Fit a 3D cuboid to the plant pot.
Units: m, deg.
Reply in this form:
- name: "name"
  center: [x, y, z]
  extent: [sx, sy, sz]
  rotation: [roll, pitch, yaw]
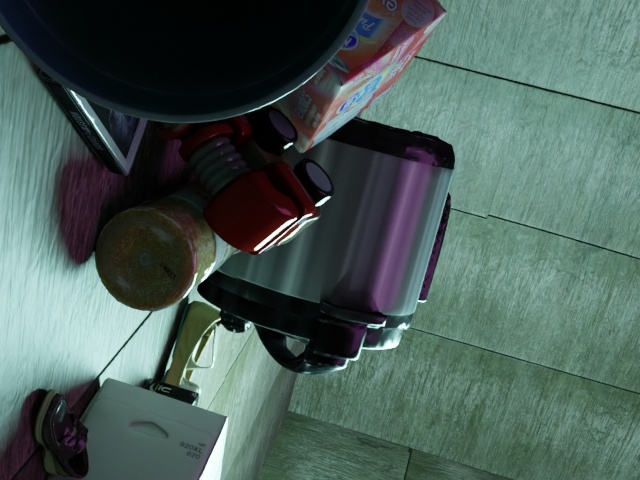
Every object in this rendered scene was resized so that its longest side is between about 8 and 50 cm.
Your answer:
- name: "plant pot"
  center: [-0.087, -0.251, 0.738]
  extent: [0.255, 0.272, 0.271]
  rotation: [-84, -173, -68]

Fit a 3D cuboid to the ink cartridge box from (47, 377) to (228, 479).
- name: "ink cartridge box"
  center: [-0.232, 0.327, 1.288]
  extent: [0.168, 0.171, 0.232]
  rotation: [-67, 171, -46]

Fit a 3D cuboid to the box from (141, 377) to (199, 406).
- name: "box"
  center: [-0.232, 0.252, 1.503]
  extent: [0.062, 0.083, 0.052]
  rotation: [-60, 165, -65]

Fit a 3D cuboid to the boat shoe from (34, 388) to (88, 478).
- name: "boat shoe"
  center: [-0.282, 0.217, 1.116]
  extent: [0.152, 0.049, 0.056]
  rotation: [98, 11, -53]

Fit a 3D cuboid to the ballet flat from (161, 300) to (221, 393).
- name: "ballet flat"
  center: [-0.214, 0.210, 1.609]
  extent: [0.080, 0.073, 0.232]
  rotation: [81, 26, -75]

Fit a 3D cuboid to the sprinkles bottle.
- name: "sprinkles bottle"
  center: [-0.163, -0.011, 1.262]
  extent: [0.355, 0.121, 0.121]
  rotation: [-50, 155, -75]

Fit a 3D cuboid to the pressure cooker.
- name: "pressure cooker"
  center: [-0.006, -0.002, 1.609]
  extent: [0.370, 0.376, 0.420]
  rotation: [-1, 107, -70]

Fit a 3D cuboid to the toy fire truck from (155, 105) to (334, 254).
- name: "toy fire truck"
  center: [-0.109, -0.099, 1.135]
  extent: [0.158, 0.217, 0.246]
  rotation: [-38, 171, 26]

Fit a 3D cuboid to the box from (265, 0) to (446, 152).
- name: "box"
  center: [0.013, -0.231, 1.194]
  extent: [0.154, 0.142, 0.300]
  rotation: [-37, 178, -12]

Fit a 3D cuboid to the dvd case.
- name: "dvd case"
  center: [-0.194, -0.183, 0.967]
  extent: [0.238, 0.030, 0.179]
  rotation: [85, 21, -75]
